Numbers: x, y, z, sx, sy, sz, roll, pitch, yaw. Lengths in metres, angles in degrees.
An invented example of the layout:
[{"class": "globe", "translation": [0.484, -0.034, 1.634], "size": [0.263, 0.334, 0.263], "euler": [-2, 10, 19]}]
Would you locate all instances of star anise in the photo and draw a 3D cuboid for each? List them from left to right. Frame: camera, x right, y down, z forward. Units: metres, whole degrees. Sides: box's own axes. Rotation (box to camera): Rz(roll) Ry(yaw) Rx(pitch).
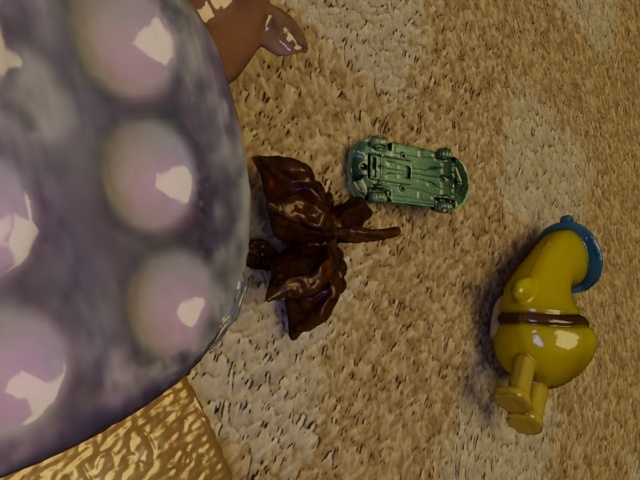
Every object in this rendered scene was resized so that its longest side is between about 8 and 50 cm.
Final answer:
[{"class": "star anise", "translation": [-0.006, -0.003, 0.695], "size": [0.196, 0.111, 0.212], "euler": [49, 51, -31]}]

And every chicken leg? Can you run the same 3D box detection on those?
[{"class": "chicken leg", "translation": [-0.078, 0.008, 0.697], "size": [0.083, 0.021, 0.036], "euler": [35, 69, -33]}]

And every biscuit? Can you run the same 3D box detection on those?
[{"class": "biscuit", "translation": [-0.200, 0.214, 0.551], "size": [0.250, 0.030, 0.160], "euler": [-31, 100, -39]}]

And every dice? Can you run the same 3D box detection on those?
[{"class": "dice", "translation": [-0.224, -0.030, 0.382], "size": [0.270, 0.271, 0.270], "euler": [-24, 111, -51]}]

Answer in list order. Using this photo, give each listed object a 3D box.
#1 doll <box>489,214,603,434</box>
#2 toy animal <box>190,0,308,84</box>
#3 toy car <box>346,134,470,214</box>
[{"class": "doll", "translation": [0.337, 0.097, 0.951], "size": [0.199, 0.145, 0.363], "euler": [56, 48, -36]}, {"class": "toy animal", "translation": [-0.152, -0.188, 0.601], "size": [0.248, 0.149, 0.165], "euler": [-48, 128, -23]}, {"class": "toy car", "translation": [0.116, -0.080, 0.853], "size": [0.186, 0.058, 0.093], "euler": [6, 79, -27]}]
